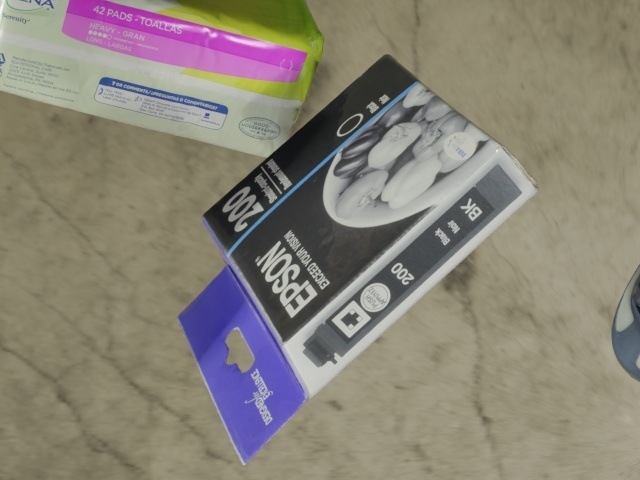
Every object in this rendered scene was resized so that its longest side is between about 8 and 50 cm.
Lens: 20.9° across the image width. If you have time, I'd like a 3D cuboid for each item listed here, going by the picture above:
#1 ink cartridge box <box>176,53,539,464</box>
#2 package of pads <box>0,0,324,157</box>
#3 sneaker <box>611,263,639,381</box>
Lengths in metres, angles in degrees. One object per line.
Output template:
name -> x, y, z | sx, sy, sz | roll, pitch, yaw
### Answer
ink cartridge box -> 0.000, 0.000, 0.959 | 0.208, 0.206, 0.045 | -44, 114, 2
package of pads -> -0.127, -0.177, 1.232 | 0.229, 0.296, 0.101 | 12, 115, -18
sneaker -> 0.293, 0.016, 1.380 | 0.131, 0.319, 0.112 | -11, 58, -32
